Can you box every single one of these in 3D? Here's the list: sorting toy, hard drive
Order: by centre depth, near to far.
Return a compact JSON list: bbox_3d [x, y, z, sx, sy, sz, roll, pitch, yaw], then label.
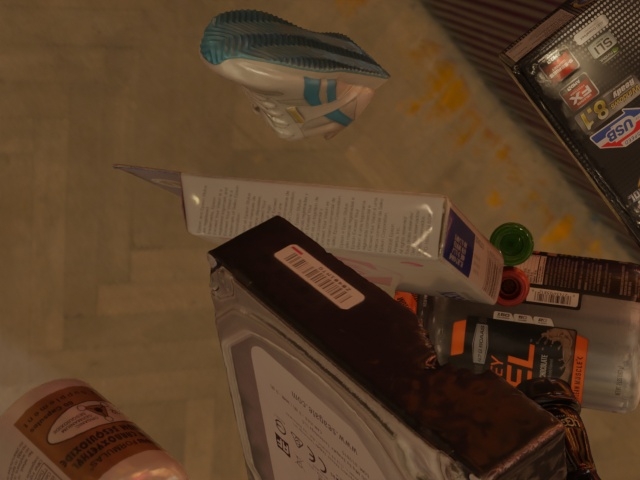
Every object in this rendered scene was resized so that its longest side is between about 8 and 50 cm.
[{"bbox_3d":[0.038,0.177,0.690,0.064,0.237,0.339,-29,134,-25],"label":"hard drive"},{"bbox_3d":[0.216,0.025,1.334,0.061,0.042,0.102,5,102,8],"label":"sorting toy"}]

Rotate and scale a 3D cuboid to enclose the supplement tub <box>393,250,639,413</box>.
[{"bbox_3d":[0.276,0.115,1.578,0.337,0.207,0.207,7,112,14],"label":"supplement tub"}]

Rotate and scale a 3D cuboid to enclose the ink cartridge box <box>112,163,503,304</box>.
[{"bbox_3d":[0.000,0.000,1.168,0.324,0.330,0.072,28,69,-70],"label":"ink cartridge box"}]

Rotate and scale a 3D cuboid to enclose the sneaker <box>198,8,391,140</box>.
[{"bbox_3d":[-0.027,-0.134,0.987,0.092,0.087,0.228,-53,152,21],"label":"sneaker"}]

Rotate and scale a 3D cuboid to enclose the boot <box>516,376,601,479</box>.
[{"bbox_3d":[0.170,0.264,0.952,0.094,0.207,0.246,8,133,-23],"label":"boot"}]

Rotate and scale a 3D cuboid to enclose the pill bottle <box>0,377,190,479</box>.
[{"bbox_3d":[-0.195,0.238,1.059,0.131,0.229,0.131,-32,139,-33],"label":"pill bottle"}]

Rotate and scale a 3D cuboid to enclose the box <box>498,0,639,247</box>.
[{"bbox_3d":[0.310,-0.140,0.886,0.270,0.060,0.216,-37,107,9],"label":"box"}]
